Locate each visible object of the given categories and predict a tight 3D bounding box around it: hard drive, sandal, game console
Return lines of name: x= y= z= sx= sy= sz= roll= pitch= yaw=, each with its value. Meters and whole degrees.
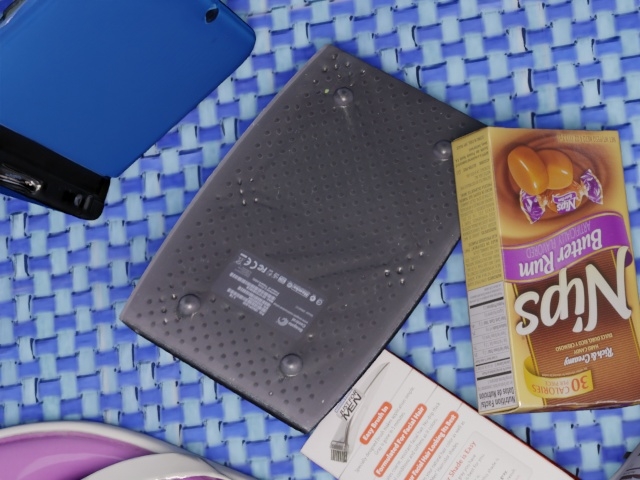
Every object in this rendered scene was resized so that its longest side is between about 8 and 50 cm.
hard drive: x=0.000 y=0.000 z=1.278 sx=0.172 sy=0.054 sz=0.255 roll=29 pitch=69 yaw=17
sandal: x=-0.119 y=0.216 z=1.290 sx=0.416 sy=0.102 sz=0.169 roll=7 pitch=83 yaw=17
game console: x=-0.218 y=-0.126 z=1.272 sx=0.250 sy=0.293 sz=0.173 roll=17 pitch=85 yaw=18

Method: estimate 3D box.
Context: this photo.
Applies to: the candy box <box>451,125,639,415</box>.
candy box: x=0.153 y=0.020 z=1.242 sx=0.109 sy=0.053 sz=0.187 roll=-1 pitch=81 yaw=-29

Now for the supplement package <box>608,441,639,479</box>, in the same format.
supplement package: x=0.242 y=0.187 z=1.141 sx=0.139 sy=0.134 sz=0.244 roll=39 pitch=81 yaw=2

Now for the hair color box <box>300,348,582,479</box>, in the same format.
hair color box: x=0.082 y=0.153 z=1.270 sx=0.167 sy=0.053 sz=0.093 roll=34 pitch=91 yaw=17

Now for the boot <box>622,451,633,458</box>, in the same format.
boot: x=0.229 y=0.195 z=1.230 sx=0.099 sy=0.045 sz=0.121 roll=-42 pitch=75 yaw=0
